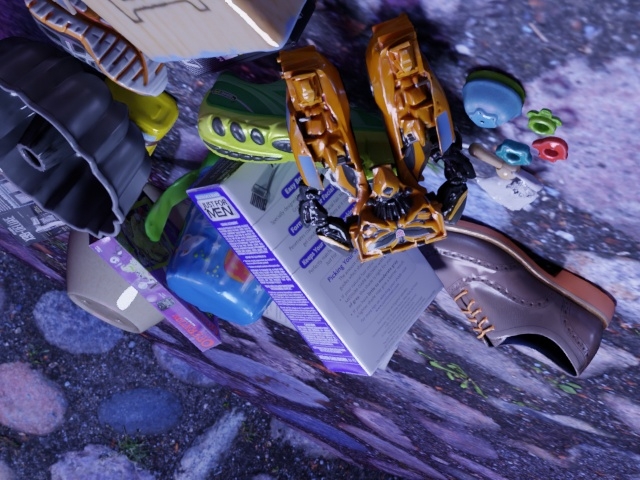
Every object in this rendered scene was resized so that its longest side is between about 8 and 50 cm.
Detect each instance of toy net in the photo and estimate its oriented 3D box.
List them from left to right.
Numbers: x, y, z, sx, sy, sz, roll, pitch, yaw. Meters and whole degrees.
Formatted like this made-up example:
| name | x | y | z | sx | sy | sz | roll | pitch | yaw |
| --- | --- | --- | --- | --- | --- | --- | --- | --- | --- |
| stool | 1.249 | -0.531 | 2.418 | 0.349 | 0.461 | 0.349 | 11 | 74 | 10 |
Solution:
| name | x | y | z | sx | sy | sz | roll | pitch | yaw |
| --- | --- | --- | --- | --- | --- | --- | --- | --- | --- |
| toy net | 0.229 | -0.103 | 1.050 | 0.122 | 0.045 | 0.232 | 14 | 159 | 24 |

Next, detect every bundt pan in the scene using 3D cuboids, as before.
| name | x | y | z | sx | sy | sz | roll | pitch | yaw |
| --- | --- | --- | --- | --- | --- | --- | --- | --- | --- |
| bundt pan | -0.382 | -0.160 | 1.340 | 0.331 | 0.124 | 0.331 | 29 | 152 | 17 |

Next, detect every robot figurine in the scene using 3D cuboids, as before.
| name | x | y | z | sx | sy | sz | roll | pitch | yaw |
| --- | --- | --- | --- | --- | --- | --- | --- | --- | --- |
| robot figurine | 0.061 | -0.092 | 1.019 | 0.211 | 0.085 | 0.291 | -17 | 126 | 4 |

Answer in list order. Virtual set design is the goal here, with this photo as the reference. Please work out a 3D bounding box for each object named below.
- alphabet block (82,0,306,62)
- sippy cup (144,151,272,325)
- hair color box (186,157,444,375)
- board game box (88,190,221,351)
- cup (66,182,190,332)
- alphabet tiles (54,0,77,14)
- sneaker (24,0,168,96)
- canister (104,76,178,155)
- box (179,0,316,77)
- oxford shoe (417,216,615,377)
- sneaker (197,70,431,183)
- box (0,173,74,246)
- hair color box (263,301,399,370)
| name | x | y | z | sx | sy | sz | roll | pitch | yaw |
| --- | --- | --- | --- | --- | --- | --- | --- | --- | --- |
| alphabet block | -0.115 | -0.282 | 0.750 | 0.193 | 0.192 | 0.197 | 4 | 155 | 45 |
| sippy cup | -0.132 | 0.007 | 1.489 | 0.240 | 0.224 | 0.305 | 37 | 158 | -27 |
| hair color box | 0.000 | 0.000 | 1.248 | 0.110 | 0.185 | 0.339 | -3 | 129 | 55 |
| board game box | -0.288 | 0.025 | 1.607 | 0.347 | 0.056 | 0.208 | 54 | -169 | -45 |
| cup | -0.384 | 0.048 | 1.877 | 0.331 | 0.237 | 0.331 | 23 | 160 | 9 |
| alphabet tiles | -0.394 | -0.381 | 1.064 | 0.198 | 0.009 | 0.237 | 37 | 167 | 28 |
| sneaker | -0.296 | -0.267 | 1.227 | 0.215 | 0.084 | 0.083 | 39 | 161 | -7 |
| canister | -0.297 | -0.190 | 1.421 | 0.126 | 0.073 | 0.170 | 33 | 157 | -15 |
| box | -0.168 | -0.299 | 1.011 | 0.270 | 0.060 | 0.216 | 38 | 156 | -30 |
| oxford shoe | 0.245 | 0.075 | 1.335 | 0.364 | 0.132 | 0.130 | 25 | 161 | 3 |
| sneaker | 0.003 | -0.150 | 1.117 | 0.296 | 0.123 | 0.109 | 10 | 154 | -11 |
| box | -0.485 | -0.120 | 1.619 | 0.242 | 0.076 | 0.307 | -18 | 151 | 4 |
| hair color box | -0.016 | 0.105 | 1.757 | 0.374 | 0.113 | 0.185 | 24 | 160 | 6 |
